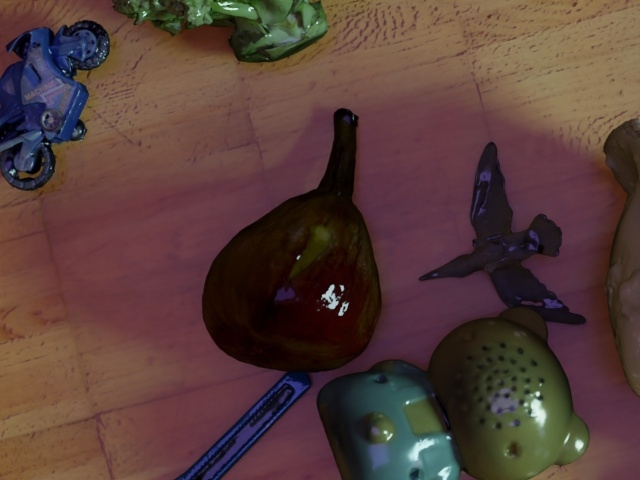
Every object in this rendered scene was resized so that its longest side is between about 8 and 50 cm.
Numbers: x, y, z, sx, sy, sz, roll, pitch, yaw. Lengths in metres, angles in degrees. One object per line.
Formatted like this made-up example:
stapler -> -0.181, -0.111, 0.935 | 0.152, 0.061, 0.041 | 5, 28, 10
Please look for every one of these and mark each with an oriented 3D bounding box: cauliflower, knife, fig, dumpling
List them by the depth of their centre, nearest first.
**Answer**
dumpling -> 0.397, 0.051, 1.783 | 0.233, 0.315, 0.395 | -20, 82, -1
fig -> -0.024, -0.005, 1.890 | 0.191, 0.190, 0.290 | 5, 89, 4
cauliflower -> -0.087, -0.287, 1.897 | 0.272, 0.275, 0.250 | -38, 119, -15
knife -> -0.122, 0.246, 1.957 | 0.296, 0.026, 0.044 | -46, 73, 2

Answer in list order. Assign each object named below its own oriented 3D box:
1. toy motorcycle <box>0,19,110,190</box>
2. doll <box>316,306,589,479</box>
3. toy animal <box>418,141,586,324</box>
toy motorcycle -> -0.313, -0.158, 1.969 | 0.114, 0.076, 0.205 | 26, 92, 14
doll -> 0.136, 0.184, 1.870 | 0.261, 0.161, 0.177 | -19, 69, 0
toy animal -> 0.178, 0.009, 1.912 | 0.155, 0.095, 0.219 | -19, 85, -1
